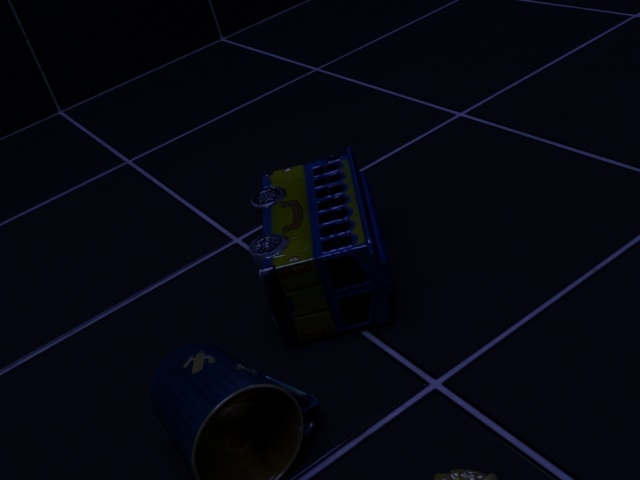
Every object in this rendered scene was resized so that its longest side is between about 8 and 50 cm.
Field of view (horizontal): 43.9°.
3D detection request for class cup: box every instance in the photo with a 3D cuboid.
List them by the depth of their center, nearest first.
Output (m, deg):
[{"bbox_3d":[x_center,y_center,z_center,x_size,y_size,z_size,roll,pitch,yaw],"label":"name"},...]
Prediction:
[{"bbox_3d":[-0.095,0.191,0.896,0.176,0.131,0.155,-1,16,-35],"label":"cup"}]

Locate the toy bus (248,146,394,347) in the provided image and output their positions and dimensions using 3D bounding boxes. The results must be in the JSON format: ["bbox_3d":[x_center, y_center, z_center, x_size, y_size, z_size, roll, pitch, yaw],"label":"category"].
[{"bbox_3d":[0.000,0.000,1.116,0.175,0.138,0.288,-14,32,5],"label":"toy bus"}]

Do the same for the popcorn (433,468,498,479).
[{"bbox_3d":[0.135,0.252,0.740,0.083,0.057,0.082,-39,37,-27],"label":"popcorn"}]
